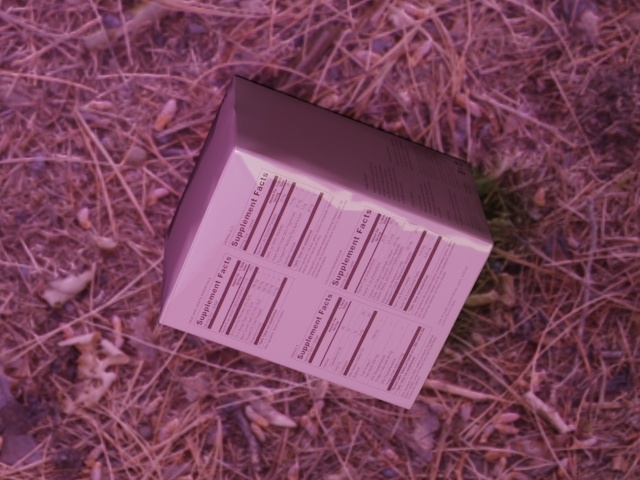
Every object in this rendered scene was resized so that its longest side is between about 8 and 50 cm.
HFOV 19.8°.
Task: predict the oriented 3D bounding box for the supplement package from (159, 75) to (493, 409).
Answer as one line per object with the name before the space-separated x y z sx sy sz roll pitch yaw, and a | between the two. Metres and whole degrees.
supplement package | 0.000 0.000 1.795 0.262 0.199 0.198 20 112 -12
